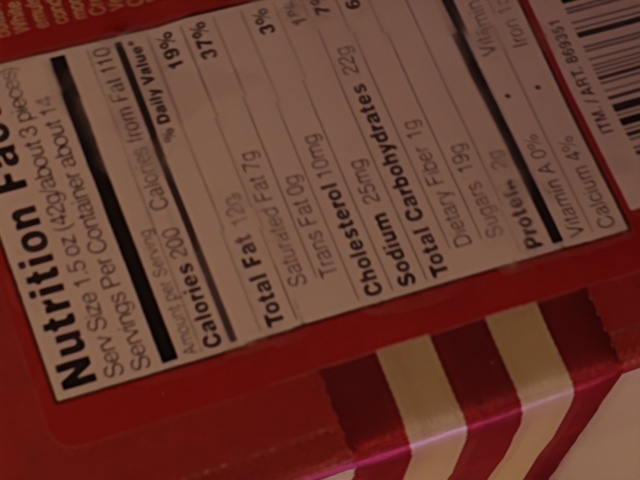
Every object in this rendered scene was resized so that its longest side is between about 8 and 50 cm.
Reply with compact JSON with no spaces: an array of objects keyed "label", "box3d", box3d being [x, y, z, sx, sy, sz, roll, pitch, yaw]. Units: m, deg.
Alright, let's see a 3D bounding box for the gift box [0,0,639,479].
[{"label":"gift box","box3d":[0.000,0.000,0.490,0.276,0.255,0.258,-12,156,-16]}]
